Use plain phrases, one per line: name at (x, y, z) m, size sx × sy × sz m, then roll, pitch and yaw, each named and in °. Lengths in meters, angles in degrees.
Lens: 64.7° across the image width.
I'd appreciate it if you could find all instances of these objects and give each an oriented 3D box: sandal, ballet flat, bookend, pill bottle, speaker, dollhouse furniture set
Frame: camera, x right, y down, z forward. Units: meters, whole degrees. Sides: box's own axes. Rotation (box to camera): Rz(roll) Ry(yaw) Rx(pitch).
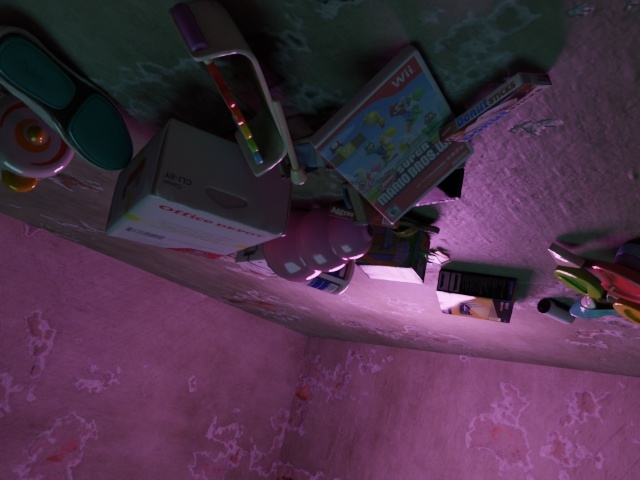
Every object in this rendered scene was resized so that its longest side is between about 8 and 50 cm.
sandal at (0.222, -0.030, 1.296) m, size 0.180 × 0.049 × 0.072 m, roll 12°, pitch -174°, yaw -17°
ballet flat at (0.846, 0.178, 1.487) m, size 0.087 × 0.083 × 0.247 m, roll 49°, pitch 148°, yaw -20°
ballet flat at (-0.531, -0.287, 1.030) m, size 0.139 × 0.139 × 0.400 m, roll 8°, pitch 160°, yaw 17°
bookend at (0.178, -0.136, 1.015) m, size 0.156 × 0.072 × 0.157 m, roll -7°, pitch 152°, yaw 45°
pill bottle at (-0.033, 0.071, 1.658) m, size 0.264 × 0.153 × 0.153 m, roll 21°, pitch 160°, yaw -22°
speaker at (0.802, 0.242, 1.717) m, size 0.136 × 0.055 × 0.055 m, roll 23°, pitch 160°, yaw -25°
dollhouse furniture set at (0.019, -0.114, 0.957) m, size 0.129 × 0.184 × 0.129 m, roll -4°, pitch -161°, yaw 44°

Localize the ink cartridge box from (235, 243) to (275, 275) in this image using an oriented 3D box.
ink cartridge box at (-0.185, 0.061, 1.837) m, size 0.158 × 0.092 × 0.217 m, roll 27°, pitch 159°, yaw -35°

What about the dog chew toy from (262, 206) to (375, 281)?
dog chew toy at (0.000, 0.000, 1.375) m, size 0.331 × 0.207 × 0.206 m, roll -13°, pitch 150°, yaw 37°

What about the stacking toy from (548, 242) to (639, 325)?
stacking toy at (0.740, 0.072, 1.260) m, size 0.279 × 0.130 × 0.309 m, roll 33°, pitch 175°, yaw 40°

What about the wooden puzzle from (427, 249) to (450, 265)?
wooden puzzle at (0.352, 0.051, 1.544) m, size 0.078 × 0.014 × 0.116 m, roll 24°, pitch 159°, yaw -18°

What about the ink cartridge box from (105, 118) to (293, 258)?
ink cartridge box at (-0.270, -0.084, 1.094) m, size 0.279 × 0.161 × 0.384 m, roll 17°, pitch 162°, yaw -31°

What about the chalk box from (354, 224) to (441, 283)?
chalk box at (0.225, 0.034, 1.399) m, size 0.213 × 0.132 × 0.132 m, roll 3°, pitch 158°, yaw 27°

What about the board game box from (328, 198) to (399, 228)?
board game box at (0.109, -0.067, 1.148) m, size 0.145 × 0.027 × 0.281 m, roll 12°, pitch -171°, yaw 7°

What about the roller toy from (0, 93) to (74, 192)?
roller toy at (-0.678, -0.230, 1.155) m, size 0.146 × 0.209 × 0.191 m, roll -4°, pitch 126°, yaw 40°

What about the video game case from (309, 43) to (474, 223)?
video game case at (0.133, -0.157, 0.844) m, size 0.285 × 0.204 × 0.025 m, roll 36°, pitch -165°, yaw -49°

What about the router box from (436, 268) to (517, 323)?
router box at (0.535, 0.197, 1.735) m, size 0.242 × 0.081 × 0.309 m, roll 6°, pitch 161°, yaw 20°

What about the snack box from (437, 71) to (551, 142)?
snack box at (0.262, -0.201, 0.780) m, size 0.064 × 0.022 × 0.178 m, roll -9°, pitch 168°, yaw -29°

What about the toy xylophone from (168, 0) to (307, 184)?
toy xylophone at (-0.119, -0.215, 0.799) m, size 0.081 × 0.236 × 0.323 m, roll -27°, pitch 146°, yaw -3°
